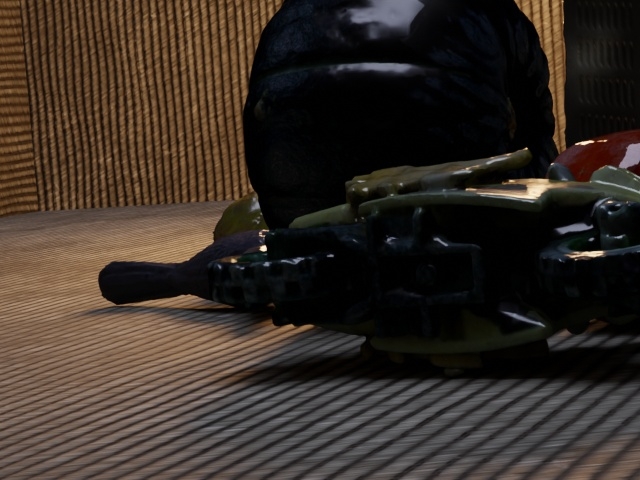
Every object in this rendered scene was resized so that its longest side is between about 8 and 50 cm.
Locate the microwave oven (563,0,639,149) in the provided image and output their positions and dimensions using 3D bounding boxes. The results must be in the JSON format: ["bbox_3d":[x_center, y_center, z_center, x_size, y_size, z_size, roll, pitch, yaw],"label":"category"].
[{"bbox_3d":[0.467,-0.146,1.945,0.432,0.374,0.236,-13,16,-41],"label":"microwave oven"}]

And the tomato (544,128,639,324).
[{"bbox_3d":[0.266,-0.015,1.732,0.187,0.187,0.151,0,-31,45],"label":"tomato"}]

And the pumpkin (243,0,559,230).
[{"bbox_3d":[0.087,-0.107,1.968,0.266,0.363,0.363,-11,1,30],"label":"pumpkin"}]

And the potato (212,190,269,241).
[{"bbox_3d":[0.000,0.000,2.283,0.251,0.113,0.149,4,-3,2],"label":"potato"}]

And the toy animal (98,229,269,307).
[{"bbox_3d":[-0.076,0.030,2.136,0.206,0.081,0.367,-5,0,-30],"label":"toy animal"}]

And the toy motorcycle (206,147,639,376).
[{"bbox_3d":[0.121,0.014,1.576,0.410,0.168,0.237,-2,4,27],"label":"toy motorcycle"}]
